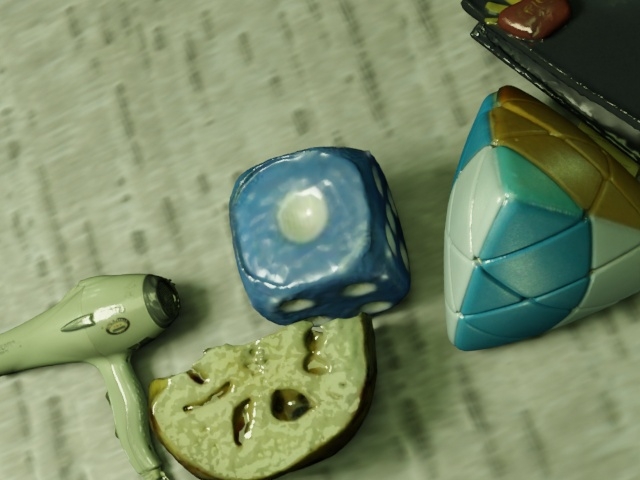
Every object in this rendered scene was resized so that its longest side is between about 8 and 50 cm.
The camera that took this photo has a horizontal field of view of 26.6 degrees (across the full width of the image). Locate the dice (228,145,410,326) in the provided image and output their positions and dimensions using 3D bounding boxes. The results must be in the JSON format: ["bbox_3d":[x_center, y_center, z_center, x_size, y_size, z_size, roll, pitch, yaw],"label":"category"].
[{"bbox_3d":[0.000,0.000,1.290,0.146,0.146,0.143,-14,71,12],"label":"dice"}]

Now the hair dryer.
[{"bbox_3d":[-0.247,0.142,1.371,0.219,0.088,0.225,2,92,22],"label":"hair dryer"}]

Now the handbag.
[{"bbox_3d":[0.335,-0.238,1.263,0.303,0.122,0.329,-45,66,-7],"label":"handbag"}]

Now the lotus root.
[{"bbox_3d":[-0.045,0.153,1.263,0.235,0.119,0.138,-22,85,-2],"label":"lotus root"}]

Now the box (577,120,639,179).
[{"bbox_3d":[0.294,-0.119,1.308,0.073,0.020,0.149,26,84,20],"label":"box"}]

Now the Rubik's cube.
[{"bbox_3d":[0.215,0.015,1.249,0.254,0.254,0.254,-4,75,14],"label":"Rubik's cube"}]
